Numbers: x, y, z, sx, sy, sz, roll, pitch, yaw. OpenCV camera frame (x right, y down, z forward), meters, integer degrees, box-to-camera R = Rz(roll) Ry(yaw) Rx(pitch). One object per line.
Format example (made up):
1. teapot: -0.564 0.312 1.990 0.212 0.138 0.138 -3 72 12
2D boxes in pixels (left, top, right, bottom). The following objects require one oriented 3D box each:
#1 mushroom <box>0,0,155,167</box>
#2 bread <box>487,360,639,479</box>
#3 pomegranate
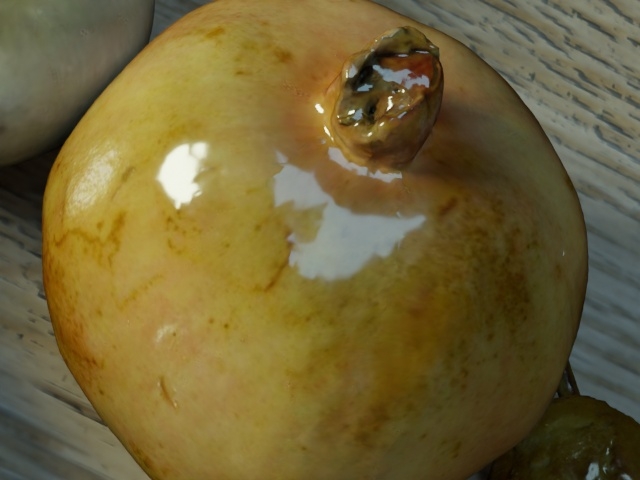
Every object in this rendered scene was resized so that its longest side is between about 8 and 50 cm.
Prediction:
1. mushroom: -0.193 -0.157 0.823 0.243 0.243 0.243 5 67 -13
2. bread: 0.154 0.201 0.860 0.124 0.084 0.344 -6 70 -18
3. pomegranate: 0.000 0.000 0.795 0.229 0.270 0.252 -24 74 -32
